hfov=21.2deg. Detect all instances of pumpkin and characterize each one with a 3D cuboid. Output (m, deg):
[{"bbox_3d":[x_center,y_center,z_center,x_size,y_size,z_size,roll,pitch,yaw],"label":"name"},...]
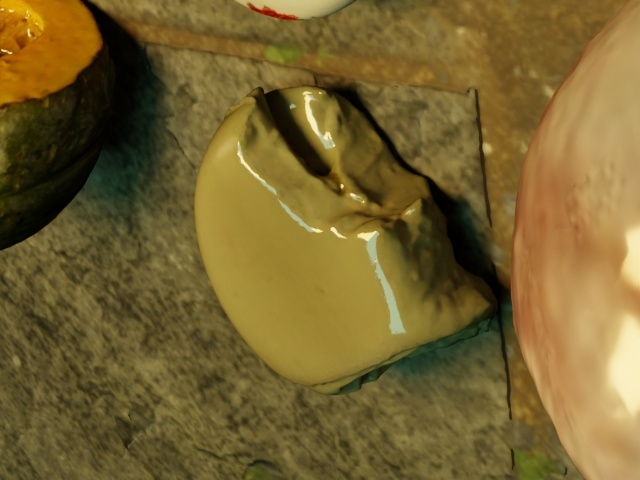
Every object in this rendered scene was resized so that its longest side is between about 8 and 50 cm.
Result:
[{"bbox_3d":[-0.275,-0.112,1.151,0.280,0.190,0.139,32,135,23],"label":"pumpkin"}]

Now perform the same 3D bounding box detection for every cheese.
[{"bbox_3d":[0.000,0.000,1.054,0.175,0.091,0.202,-23,101,46],"label":"cheese"}]

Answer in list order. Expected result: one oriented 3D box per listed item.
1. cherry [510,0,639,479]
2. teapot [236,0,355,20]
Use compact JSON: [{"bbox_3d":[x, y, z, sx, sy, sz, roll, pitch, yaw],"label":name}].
[{"bbox_3d":[0.242,-0.016,0.665,0.326,0.335,0.291,-27,78,31],"label":"cherry"},{"bbox_3d":[-0.012,-0.191,0.936,0.226,0.092,0.145,21,132,30],"label":"teapot"}]
